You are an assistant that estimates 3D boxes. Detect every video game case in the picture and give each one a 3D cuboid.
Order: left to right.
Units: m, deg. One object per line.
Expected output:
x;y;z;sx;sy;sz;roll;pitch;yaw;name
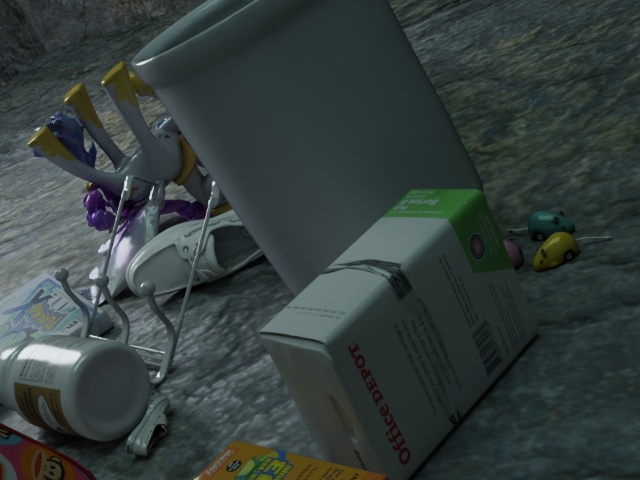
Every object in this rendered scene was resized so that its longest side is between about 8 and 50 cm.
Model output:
-0.530;0.176;1.828;0.300;0.036;0.329;-36;26;-20;video game case

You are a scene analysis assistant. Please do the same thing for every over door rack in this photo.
-0.274;0.037;1.621;0.239;0.108;0.324;6;68;44;over door rack

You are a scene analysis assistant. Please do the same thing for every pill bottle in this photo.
-0.349;0.196;1.497;0.229;0.131;0.131;0;35;45;pill bottle

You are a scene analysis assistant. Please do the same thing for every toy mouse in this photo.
0.270;-0.003;1.413;0.161;0.031;0.143;-27;24;-3;toy mouse

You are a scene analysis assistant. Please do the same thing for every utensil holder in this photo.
-0.004;-0.158;1.435;0.327;0.386;0.328;-29;19;11;utensil holder

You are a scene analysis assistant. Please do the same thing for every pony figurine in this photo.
-0.312;-0.100;1.876;0.351;0.363;0.303;-34;28;22;pony figurine

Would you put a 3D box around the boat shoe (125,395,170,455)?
-0.211;0.239;1.403;0.035;0.035;0.100;14;34;15;boat shoe

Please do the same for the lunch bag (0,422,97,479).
-0.315;0.325;1.077;0.120;0.258;0.293;-47;27;27;lunch bag

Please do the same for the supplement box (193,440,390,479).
-0.025;0.268;1.103;0.233;0.080;0.078;-2;32;46;supplement box

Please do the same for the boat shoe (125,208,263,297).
-0.177;0.017;1.721;0.277;0.098;0.096;-26;20;-3;boat shoe

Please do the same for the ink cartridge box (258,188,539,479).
0.091;0.099;1.179;0.114;0.198;0.273;5;38;49;ink cartridge box
